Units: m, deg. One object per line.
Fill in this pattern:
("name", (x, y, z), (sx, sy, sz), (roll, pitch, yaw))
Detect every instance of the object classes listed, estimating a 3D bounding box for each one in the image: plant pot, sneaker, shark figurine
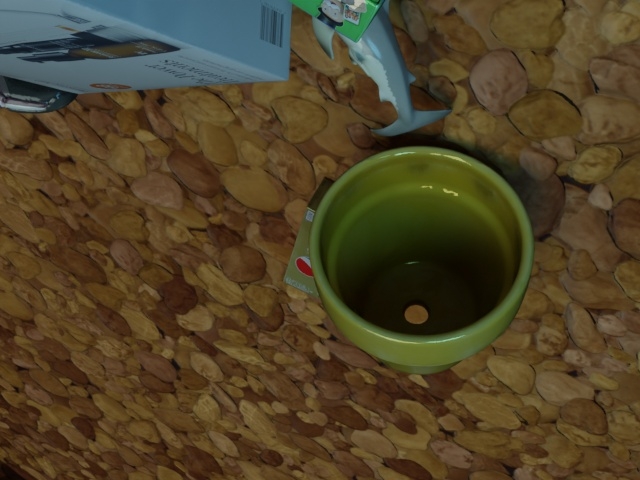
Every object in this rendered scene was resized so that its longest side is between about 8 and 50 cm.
("plant pot", (0.121, 0.051, 1.205), (0.254, 0.254, 0.239), (19, 156, 14))
("sneaker", (-0.448, -0.282, 1.295), (0.281, 0.106, 0.162), (24, 140, 8))
("shark figurine", (0.062, -0.227, 1.032), (0.278, 0.116, 0.166), (52, 172, -15))

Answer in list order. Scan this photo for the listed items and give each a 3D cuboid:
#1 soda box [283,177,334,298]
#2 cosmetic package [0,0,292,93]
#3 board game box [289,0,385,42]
("soda box", (0.000, 0.000, 1.357), (0.058, 0.061, 0.181), (26, 143, 4))
("cosmetic package", (-0.239, -0.217, 0.932), (0.284, 0.097, 0.377), (3, 180, 27))
("board game box", (0.007, -0.317, 0.775), (0.213, 0.317, 0.046), (32, 145, -3))
